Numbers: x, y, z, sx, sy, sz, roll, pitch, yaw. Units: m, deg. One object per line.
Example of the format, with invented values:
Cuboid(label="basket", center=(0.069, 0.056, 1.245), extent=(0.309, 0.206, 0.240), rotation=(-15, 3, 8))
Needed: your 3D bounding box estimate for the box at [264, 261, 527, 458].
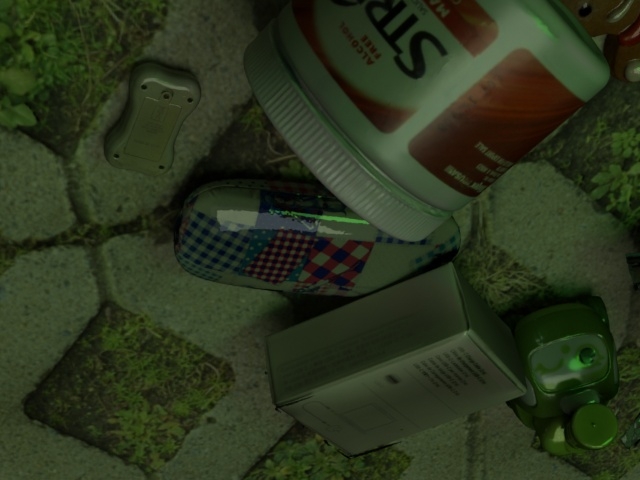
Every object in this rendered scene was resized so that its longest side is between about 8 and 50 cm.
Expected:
Cuboid(label="box", center=(0.090, 0.149, 1.354), extent=(0.251, 0.106, 0.203), rotation=(-22, 144, 19))

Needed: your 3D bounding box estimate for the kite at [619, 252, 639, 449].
Cuboid(label="kite", center=(0.461, 0.124, 1.387), extent=(0.314, 0.011, 0.335), rotation=(-45, 111, -8))

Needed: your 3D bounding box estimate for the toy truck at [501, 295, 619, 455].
Cuboid(label="toy truck", center=(0.311, 0.191, 1.446), extent=(0.148, 0.211, 0.187), rotation=(-14, 149, -3))

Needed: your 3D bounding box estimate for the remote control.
Cuboid(label="remote control", center=(-0.170, -0.121, 1.161), extent=(0.074, 0.032, 0.122), rotation=(14, 123, -24))

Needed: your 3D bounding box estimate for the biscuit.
Cuboid(label="biscuit", center=(0.373, -0.248, 1.196), extent=(0.324, 0.049, 0.205), rotation=(8, 127, -19))

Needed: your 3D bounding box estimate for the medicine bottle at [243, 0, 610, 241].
Cuboid(label="medicine bottle", center=(0.098, -0.165, 1.052), extent=(0.241, 0.252, 0.252), rotation=(-43, 126, 19))

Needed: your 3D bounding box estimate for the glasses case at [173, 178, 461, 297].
Cuboid(label="glasses case", center=(0.000, 0.000, 1.276), extent=(0.327, 0.076, 0.125), rotation=(6, 129, -20))
